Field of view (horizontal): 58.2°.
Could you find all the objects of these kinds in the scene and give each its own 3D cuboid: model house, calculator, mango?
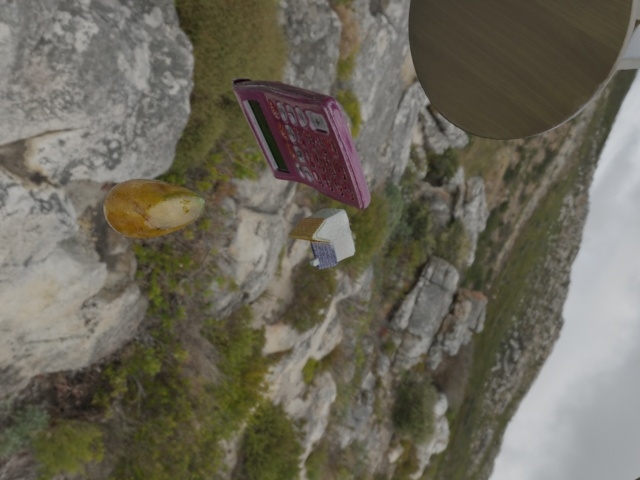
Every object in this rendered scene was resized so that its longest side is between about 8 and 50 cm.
[{"bbox_3d":[0.000,0.000,1.132,0.100,0.087,0.101,-28,110,-35],"label":"model house"},{"bbox_3d":[-0.021,-0.105,0.602,0.034,0.190,0.127,-37,126,-21],"label":"calculator"},{"bbox_3d":[-0.254,-0.046,0.859,0.115,0.165,0.089,-14,108,-44],"label":"mango"}]

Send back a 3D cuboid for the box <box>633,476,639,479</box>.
[{"bbox_3d":[0.287,0.344,0.538,0.178,0.138,0.274,-32,153,-40],"label":"box"}]

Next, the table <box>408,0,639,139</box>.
[{"bbox_3d":[0.207,-0.175,0.457,0.226,0.167,0.167,-16,133,-38],"label":"table"}]
